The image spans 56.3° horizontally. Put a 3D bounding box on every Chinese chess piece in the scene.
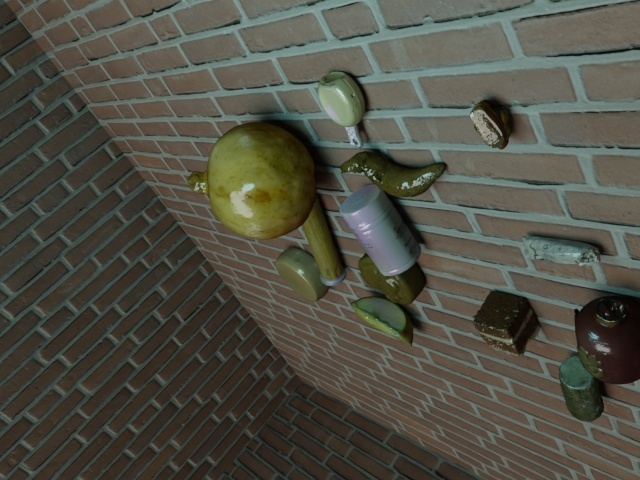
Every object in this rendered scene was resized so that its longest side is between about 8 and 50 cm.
[{"bbox_3d":[-0.076,0.150,2.627,0.273,0.102,0.273,36,158,18],"label":"Chinese chess piece"}]

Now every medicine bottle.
[{"bbox_3d":[0.000,0.000,2.242,0.108,0.108,0.426,26,151,36],"label":"medicine bottle"},{"bbox_3d":[0.184,-0.032,1.829,0.152,0.152,0.254,5,136,56],"label":"medicine bottle"}]

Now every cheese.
[{"bbox_3d":[0.068,-0.340,1.597,0.137,0.064,0.227,26,150,43],"label":"cheese"}]

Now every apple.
[{"bbox_3d":[0.266,0.307,2.331,0.265,0.120,0.193,29,167,36],"label":"apple"}]

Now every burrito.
[{"bbox_3d":[0.568,0.026,1.426,0.203,0.064,0.064,10,140,53],"label":"burrito"}]

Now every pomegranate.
[{"bbox_3d":[-0.216,-0.185,1.904,0.410,0.410,0.410,35,156,19],"label":"pomegranate"}]

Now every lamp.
[{"bbox_3d":[0.695,0.234,1.430,0.180,0.180,0.258,19,147,44],"label":"lamp"}]

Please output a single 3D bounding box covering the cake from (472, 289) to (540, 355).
[{"bbox_3d":[0.545,0.246,1.753,0.135,0.135,0.147,15,149,47],"label":"cake"}]

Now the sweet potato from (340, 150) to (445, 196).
[{"bbox_3d":[0.199,-0.176,1.632,0.310,0.098,0.124,15,156,32],"label":"sweet potato"}]

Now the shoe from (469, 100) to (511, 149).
[{"bbox_3d":[0.366,-0.250,1.271,0.109,0.069,0.072,35,133,-3],"label":"shoe"}]

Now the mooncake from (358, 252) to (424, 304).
[{"bbox_3d":[0.237,0.111,2.040,0.235,0.117,0.234,38,159,17],"label":"mooncake"}]

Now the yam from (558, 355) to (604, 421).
[{"bbox_3d":[0.761,0.432,1.751,0.107,0.107,0.194,17,145,46],"label":"yam"}]
